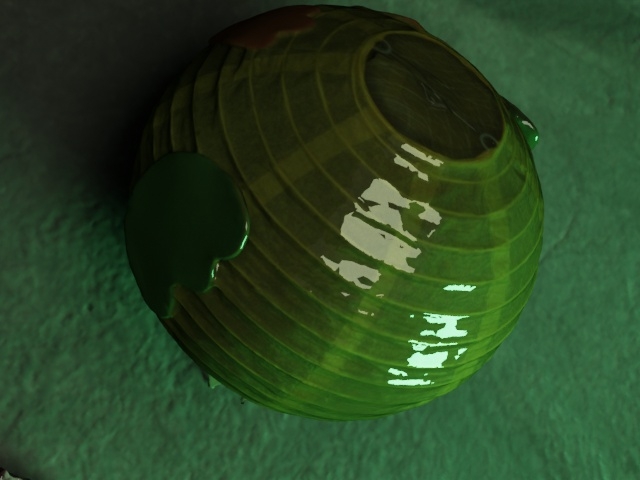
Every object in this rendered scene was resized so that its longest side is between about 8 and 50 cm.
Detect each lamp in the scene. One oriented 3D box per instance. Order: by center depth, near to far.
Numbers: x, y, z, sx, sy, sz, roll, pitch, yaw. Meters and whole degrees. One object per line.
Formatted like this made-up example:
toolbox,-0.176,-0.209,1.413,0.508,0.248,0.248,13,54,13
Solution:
lamp,0.000,0.000,1.174,0.250,0.284,0.250,19,44,-19

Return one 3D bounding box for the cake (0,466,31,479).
cake,-0.216,0.274,1.145,0.116,0.113,0.295,37,72,-25
